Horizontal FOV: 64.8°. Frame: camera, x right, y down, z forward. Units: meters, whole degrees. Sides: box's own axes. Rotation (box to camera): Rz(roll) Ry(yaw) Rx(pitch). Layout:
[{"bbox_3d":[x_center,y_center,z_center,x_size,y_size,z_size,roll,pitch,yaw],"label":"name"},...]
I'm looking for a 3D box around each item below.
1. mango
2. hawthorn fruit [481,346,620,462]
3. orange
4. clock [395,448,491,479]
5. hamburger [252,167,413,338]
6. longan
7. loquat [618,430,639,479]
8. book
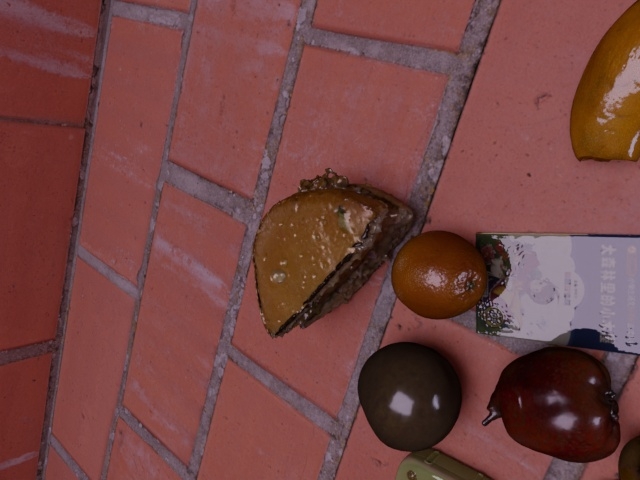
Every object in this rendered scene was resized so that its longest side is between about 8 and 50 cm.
[{"bbox_3d":[0.553,-0.290,0.855,0.187,0.144,0.359,50,123,26],"label":"mango"},{"bbox_3d":[0.423,0.312,0.956,0.248,0.208,0.208,-18,82,28],"label":"hawthorn fruit"},{"bbox_3d":[0.252,0.074,1.075,0.206,0.206,0.206,3,95,37],"label":"orange"},{"bbox_3d":[0.275,0.659,1.162,0.235,0.096,0.308,17,103,34],"label":"clock"},{"bbox_3d":[0.000,0.000,1.212,0.287,0.268,0.445,53,125,19],"label":"hamburger"},{"bbox_3d":[0.189,0.345,1.129,0.248,0.248,0.248,3,95,37],"label":"longan"},{"bbox_3d":[0.603,0.410,0.873,0.163,0.137,0.163,-2,84,20],"label":"loquat"},{"bbox_3d":[0.471,0.097,1.021,0.322,0.018,0.229,1,94,37],"label":"book"}]
